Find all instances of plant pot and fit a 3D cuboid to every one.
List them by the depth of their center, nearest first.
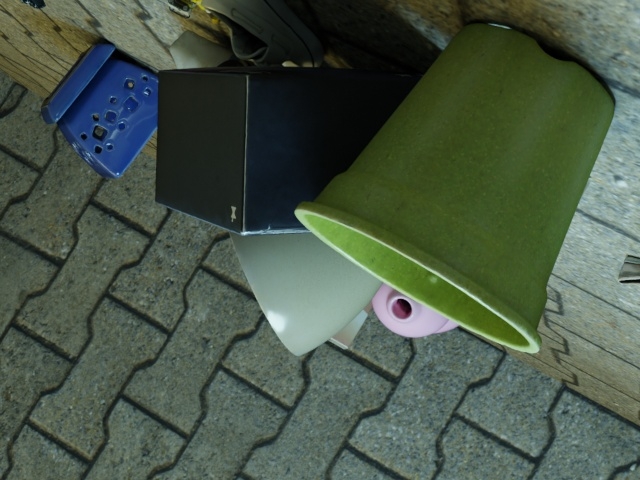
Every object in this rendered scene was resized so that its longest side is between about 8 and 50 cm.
[{"bbox_3d":[0.157,-0.065,1.144,0.276,0.254,0.276,31,174,4],"label":"plant pot"},{"bbox_3d":[0.000,0.000,1.649,0.284,0.191,0.284,-24,-90,-82],"label":"plant pot"},{"bbox_3d":[-0.464,-0.287,2.460,0.212,0.236,0.236,39,172,-18],"label":"plant pot"}]

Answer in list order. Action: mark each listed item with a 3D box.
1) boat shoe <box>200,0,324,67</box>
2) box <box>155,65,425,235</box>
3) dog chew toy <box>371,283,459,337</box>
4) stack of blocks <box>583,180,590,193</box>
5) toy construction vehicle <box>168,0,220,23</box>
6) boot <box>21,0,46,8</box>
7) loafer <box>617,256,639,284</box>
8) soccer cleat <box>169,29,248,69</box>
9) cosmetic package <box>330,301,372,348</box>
[{"bbox_3d":[-0.079,-0.265,1.453,0.095,0.084,0.258,26,172,33],"label":"boat shoe"},{"bbox_3d":[-0.014,-0.115,1.366,0.294,0.182,0.296,-4,-170,-27],"label":"box"},{"bbox_3d":[0.175,0.052,1.807,0.207,0.206,0.332,30,-156,11],"label":"dog chew toy"},{"bbox_3d":[0.232,-0.019,1.526,0.087,0.171,0.297,32,174,-5],"label":"stack of blocks"},{"bbox_3d":[-0.185,-0.345,1.596,0.098,0.035,0.086,27,162,9],"label":"toy construction vehicle"},{"bbox_3d":[-0.470,-0.440,1.849,0.045,0.099,0.121,26,172,30],"label":"boot"},{"bbox_3d":[0.465,0.054,1.596,0.045,0.039,0.125,35,173,-25],"label":"loafer"},{"bbox_3d":[-0.145,-0.245,1.906,0.143,0.116,0.331,45,177,25],"label":"soccer cleat"},{"bbox_3d":[0.066,0.064,2.374,0.153,0.296,0.129,30,173,0],"label":"cosmetic package"}]
